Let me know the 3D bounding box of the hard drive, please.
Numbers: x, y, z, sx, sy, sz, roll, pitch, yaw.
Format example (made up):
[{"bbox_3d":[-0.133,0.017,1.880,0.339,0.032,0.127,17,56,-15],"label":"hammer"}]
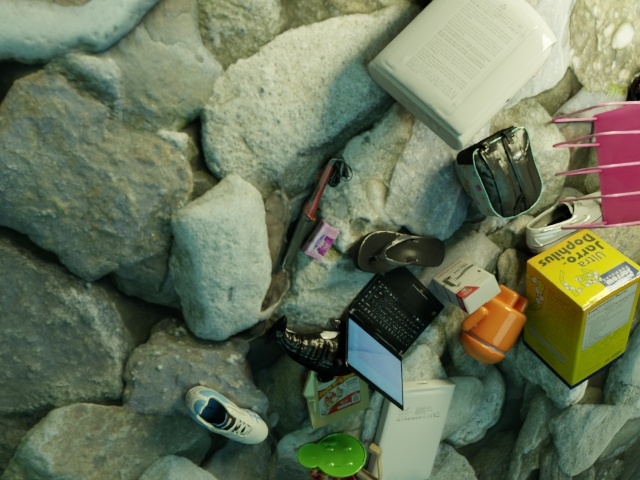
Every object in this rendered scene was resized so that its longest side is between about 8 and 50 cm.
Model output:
[{"bbox_3d":[0.244,0.524,1.642,0.203,0.040,0.307,3,109,-26],"label":"hard drive"}]

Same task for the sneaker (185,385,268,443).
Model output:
[{"bbox_3d":[-0.206,0.408,1.355,0.085,0.086,0.237,-50,123,-2],"label":"sneaker"}]

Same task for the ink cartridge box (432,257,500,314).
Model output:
[{"bbox_3d":[0.354,0.109,1.472,0.099,0.135,0.056,-35,118,-9],"label":"ink cartridge box"}]

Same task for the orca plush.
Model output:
[{"bbox_3d":[0.022,0.246,1.370,0.287,0.102,0.151,38,75,-30],"label":"orca plush"}]

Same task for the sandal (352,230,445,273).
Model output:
[{"bbox_3d":[0.190,0.023,1.393,0.254,0.054,0.097,-4,93,-28],"label":"sandal"}]

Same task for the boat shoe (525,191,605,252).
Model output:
[{"bbox_3d":[0.648,-0.069,1.570,0.267,0.096,0.088,-27,124,-4],"label":"boat shoe"}]

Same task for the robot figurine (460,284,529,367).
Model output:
[{"bbox_3d":[0.449,0.227,1.571,0.219,0.128,0.158,-62,156,7],"label":"robot figurine"}]

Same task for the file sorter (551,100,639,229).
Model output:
[{"bbox_3d":[0.679,-0.172,1.429,0.182,0.202,0.290,-6,91,-18],"label":"file sorter"}]

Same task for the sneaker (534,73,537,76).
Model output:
[{"bbox_3d":[0.334,-0.365,1.299,0.252,0.103,0.111,-20,97,-10],"label":"sneaker"}]

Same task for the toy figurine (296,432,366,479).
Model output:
[{"bbox_3d":[0.028,0.598,1.540,0.173,0.130,0.159,-2,122,-2],"label":"toy figurine"}]

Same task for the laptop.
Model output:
[{"bbox_3d":[0.185,0.220,1.434,0.264,0.136,0.234,-48,123,-2],"label":"laptop"}]

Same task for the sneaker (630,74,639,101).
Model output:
[{"bbox_3d":[0.900,-0.415,1.495,0.202,0.185,0.482,-12,114,-25],"label":"sneaker"}]

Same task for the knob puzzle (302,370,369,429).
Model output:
[{"bbox_3d":[0.035,0.340,1.470,0.213,0.030,0.213,-5,99,-32],"label":"knob puzzle"}]

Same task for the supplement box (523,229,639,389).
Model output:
[{"bbox_3d":[0.670,0.183,1.570,0.194,0.195,0.356,-27,135,-12],"label":"supplement box"}]

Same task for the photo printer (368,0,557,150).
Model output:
[{"bbox_3d":[0.289,-0.369,1.197,0.256,0.107,0.307,43,87,12],"label":"photo printer"}]

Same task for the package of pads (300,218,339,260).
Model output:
[{"bbox_3d":[0.000,0.000,1.319,0.050,0.032,0.083,30,95,-30],"label":"package of pads"}]

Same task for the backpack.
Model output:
[{"bbox_3d":[0.411,-0.146,1.384,0.166,0.144,0.188,-29,97,-14],"label":"backpack"}]

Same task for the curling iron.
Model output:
[{"bbox_3d":[-0.013,-0.058,1.287,0.068,0.035,0.274,25,98,-31],"label":"curling iron"}]

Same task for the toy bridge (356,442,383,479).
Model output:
[{"bbox_3d":[0.128,0.634,1.608,0.026,0.063,0.188,-21,135,-62],"label":"toy bridge"}]
